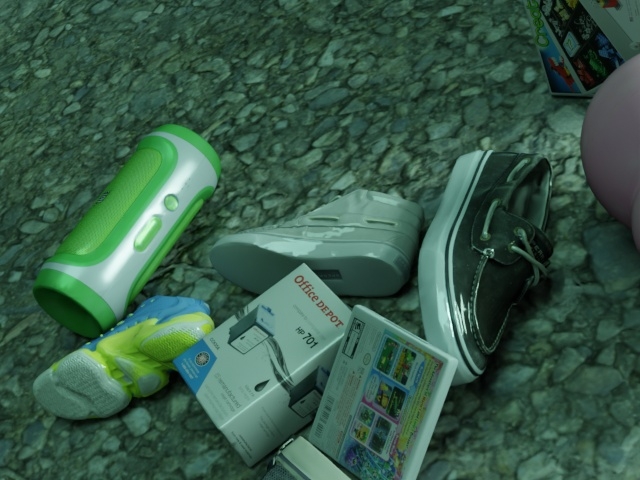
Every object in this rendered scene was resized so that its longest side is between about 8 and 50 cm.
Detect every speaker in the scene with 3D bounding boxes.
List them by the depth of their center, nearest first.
[{"bbox_3d":[-0.252,-0.017,1.467,0.131,0.131,0.296,8,52,36],"label":"speaker"}]

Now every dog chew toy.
[{"bbox_3d":[0.385,-0.041,1.067,0.206,0.207,0.332,-22,48,9],"label":"dog chew toy"}]

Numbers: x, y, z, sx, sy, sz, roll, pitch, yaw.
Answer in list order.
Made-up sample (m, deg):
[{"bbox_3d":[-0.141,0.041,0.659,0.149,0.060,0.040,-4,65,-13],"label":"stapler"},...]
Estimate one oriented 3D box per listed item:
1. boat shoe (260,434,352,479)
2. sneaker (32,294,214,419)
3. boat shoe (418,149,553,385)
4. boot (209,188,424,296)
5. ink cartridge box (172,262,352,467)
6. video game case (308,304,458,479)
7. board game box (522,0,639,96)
[{"bbox_3d":[0.030,0.316,0.970,0.158,0.127,0.340,-47,35,-11],"label":"boat shoe"},{"bbox_3d":[-0.230,0.137,1.342,0.240,0.091,0.126,-19,23,13],"label":"sneaker"},{"bbox_3d":[0.188,0.007,1.183,0.119,0.121,0.335,-11,41,27],"label":"boat shoe"},{"bbox_3d":[0.000,0.000,1.340,0.258,0.095,0.123,4,44,23],"label":"boot"},{"bbox_3d":[-0.047,0.135,1.221,0.190,0.082,0.139,-38,40,-8],"label":"ink cartridge box"},{"bbox_3d":[0.060,0.163,1.108,0.143,0.019,0.157,28,102,45],"label":"video game case"},{"bbox_3d":[0.328,-0.297,1.276,0.193,0.305,0.053,8,50,35],"label":"board game box"}]
